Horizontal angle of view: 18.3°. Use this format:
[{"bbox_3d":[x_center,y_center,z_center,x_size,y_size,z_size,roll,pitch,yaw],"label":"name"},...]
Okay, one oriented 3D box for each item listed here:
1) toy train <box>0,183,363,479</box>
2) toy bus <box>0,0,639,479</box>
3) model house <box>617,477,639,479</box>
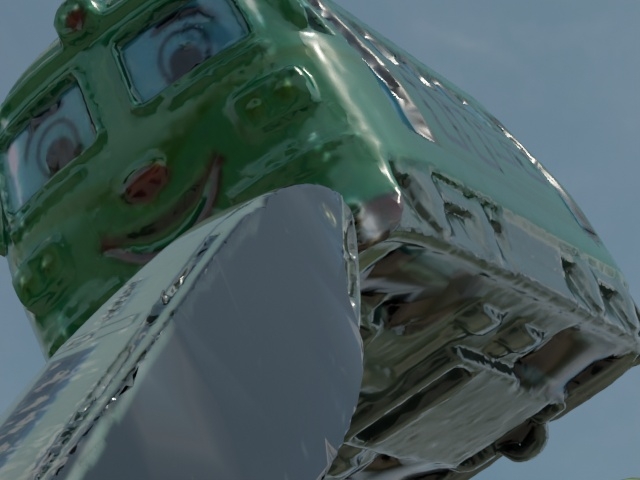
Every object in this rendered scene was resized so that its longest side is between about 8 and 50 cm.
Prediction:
[{"bbox_3d":[-0.036,0.047,0.384,0.048,0.252,0.055,-25,-77,22],"label":"toy train"},{"bbox_3d":[0.000,0.000,0.917,0.183,0.199,0.343,-35,-25,15],"label":"toy bus"},{"bbox_3d":[0.065,0.209,0.649,0.189,0.195,0.214,-15,-31,19],"label":"model house"}]
